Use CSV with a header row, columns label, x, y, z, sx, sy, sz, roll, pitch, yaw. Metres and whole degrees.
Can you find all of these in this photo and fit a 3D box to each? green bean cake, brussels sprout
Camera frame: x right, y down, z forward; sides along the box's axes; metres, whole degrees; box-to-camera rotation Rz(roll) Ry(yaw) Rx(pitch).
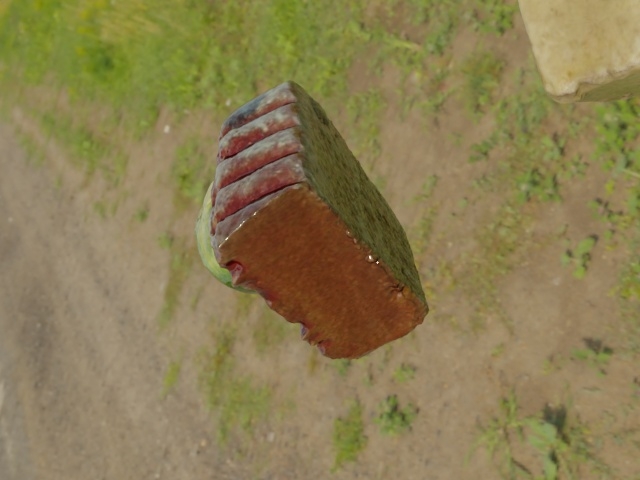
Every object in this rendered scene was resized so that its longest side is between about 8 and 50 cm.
label,x,y,z,sx,sy,sz,roll,pitch,yaw
green bean cake,0.174,-0.177,0.607,0.085,0.109,0.179,-17,83,45
brussels sprout,-0.065,-0.011,1.106,0.117,0.155,0.155,126,151,-55
green bean cake,0.000,0.000,0.820,0.097,0.233,0.198,-27,38,15
